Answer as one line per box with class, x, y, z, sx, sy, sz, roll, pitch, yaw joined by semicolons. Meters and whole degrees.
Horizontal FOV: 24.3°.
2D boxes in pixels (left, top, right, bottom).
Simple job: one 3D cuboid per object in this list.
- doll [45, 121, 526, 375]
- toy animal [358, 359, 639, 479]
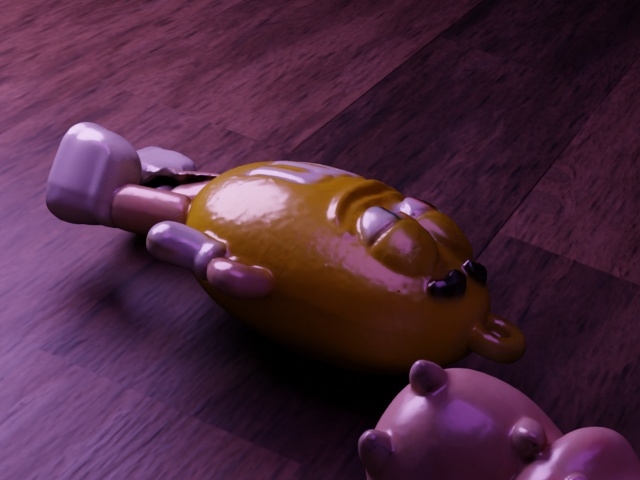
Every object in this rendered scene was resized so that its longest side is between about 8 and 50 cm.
doll;-0.036;-0.005;1.337;0.423;0.161;0.348;11;19;-3
toy animal;0.146;0.194;1.052;0.250;0.166;0.154;34;-6;26
